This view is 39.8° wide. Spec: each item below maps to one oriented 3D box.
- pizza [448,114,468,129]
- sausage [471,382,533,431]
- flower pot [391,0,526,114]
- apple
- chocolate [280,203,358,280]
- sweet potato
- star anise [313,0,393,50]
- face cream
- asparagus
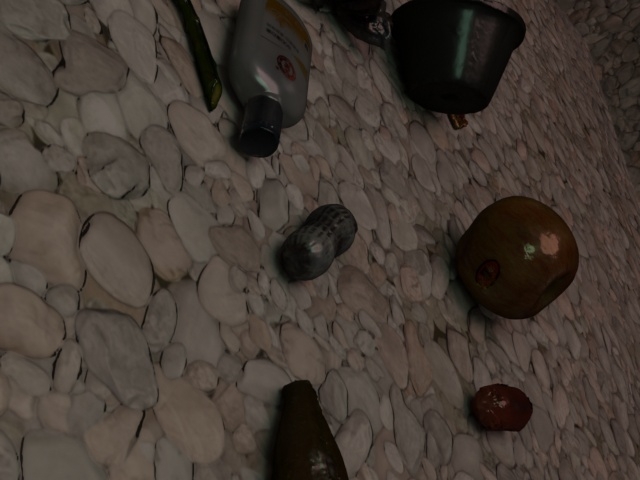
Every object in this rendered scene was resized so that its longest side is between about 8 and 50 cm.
[{"bbox_3d":[0.300,-0.272,1.907,0.078,0.025,0.083,16,53,-49],"label":"pizza"},{"bbox_3d":[0.290,0.267,1.409,0.141,0.076,0.076,19,51,-51],"label":"sausage"},{"bbox_3d":[0.261,-0.349,1.732,0.269,0.269,0.166,21,71,-50],"label":"flower pot"},{"bbox_3d":[0.343,0.030,1.553,0.188,0.211,0.211,45,22,25],"label":"apple"},{"bbox_3d":[0.000,0.000,1.169,0.072,0.072,0.167,57,32,-9],"label":"chocolate"},{"bbox_3d":[-0.007,0.276,0.939,0.112,0.085,0.286,80,-9,-57],"label":"sweet potato"},{"bbox_3d":[0.052,-0.453,1.581,0.282,0.129,0.212,42,18,-39],"label":"star anise"},{"bbox_3d":[-0.073,-0.232,1.241,0.144,0.071,0.291,42,36,-31],"label":"face cream"},{"bbox_3d":[-0.169,-0.279,1.173,0.034,0.027,0.236,10,58,-67],"label":"asparagus"}]
